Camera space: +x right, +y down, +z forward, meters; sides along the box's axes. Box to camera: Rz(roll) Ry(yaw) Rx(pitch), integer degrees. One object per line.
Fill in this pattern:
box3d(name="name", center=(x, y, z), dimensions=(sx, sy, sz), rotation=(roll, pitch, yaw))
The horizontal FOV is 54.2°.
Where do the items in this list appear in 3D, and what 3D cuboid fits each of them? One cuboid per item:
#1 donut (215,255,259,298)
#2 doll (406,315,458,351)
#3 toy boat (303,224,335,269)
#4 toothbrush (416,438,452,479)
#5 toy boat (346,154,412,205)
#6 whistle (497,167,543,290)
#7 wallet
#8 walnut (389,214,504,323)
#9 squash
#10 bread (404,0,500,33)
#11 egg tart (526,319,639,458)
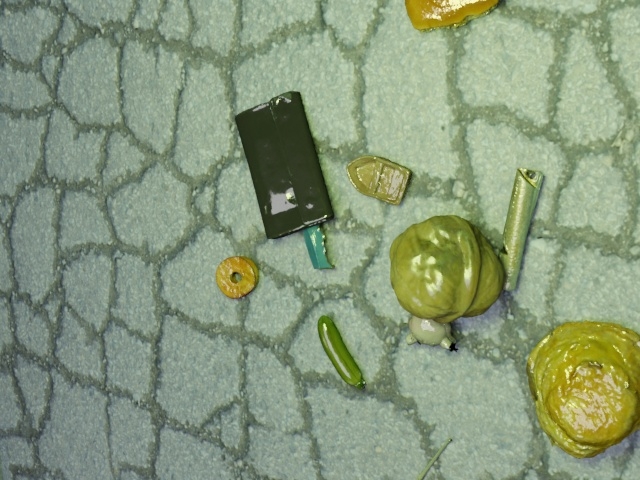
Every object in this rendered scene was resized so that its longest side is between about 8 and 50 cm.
box3d(name="donut", center=(-0.271, 0.118, 2.068), dimensions=(0.152, 0.058, 0.152), rotation=(5, 102, 26))
box3d(name="doll", center=(0.310, 0.219, 1.765), dimensions=(0.149, 0.095, 0.192), rotation=(-3, 96, 26))
box3d(name="toy boat", center=(0.000, 0.000, 1.903), dimensions=(0.075, 0.077, 0.185), rotation=(-10, 97, 70))
box3d(name="toothbrush", center=(0.315, 0.699, 1.893), dimensions=(0.028, 0.026, 0.294), rotation=(48, 118, 28))
box3d(name="toy boat", center=(0.164, -0.181, 1.781), dimensions=(0.188, 0.061, 0.116), rotation=(24, 111, 22))
box3d(name="whistle", center=(0.512, -0.026, 1.631), dimensions=(0.068, 0.057, 0.326), rotation=(15, 106, 21))
box3d(name="wallet", center=(-0.112, -0.224, 1.874), dimensions=(0.228, 0.062, 0.406), rotation=(-20, 82, 23))
box3d(name="walnut", center=(0.317, 0.074, 1.615), dimensions=(0.253, 0.282, 0.277), rotation=(-37, 49, 26))
box3d(name="squash", center=(0.057, 0.352, 1.938), dimensions=(0.069, 0.069, 0.258), rotation=(-31, 85, 29))
box3d(name="bread", center=(0.335, -0.627, 1.572), dimensions=(0.245, 0.121, 0.174), rotation=(-8, 97, 31))
box3d(name="egg tart", center=(0.676, 0.372, 1.573), dimensions=(0.351, 0.153, 0.339), rotation=(-39, 78, 27))
